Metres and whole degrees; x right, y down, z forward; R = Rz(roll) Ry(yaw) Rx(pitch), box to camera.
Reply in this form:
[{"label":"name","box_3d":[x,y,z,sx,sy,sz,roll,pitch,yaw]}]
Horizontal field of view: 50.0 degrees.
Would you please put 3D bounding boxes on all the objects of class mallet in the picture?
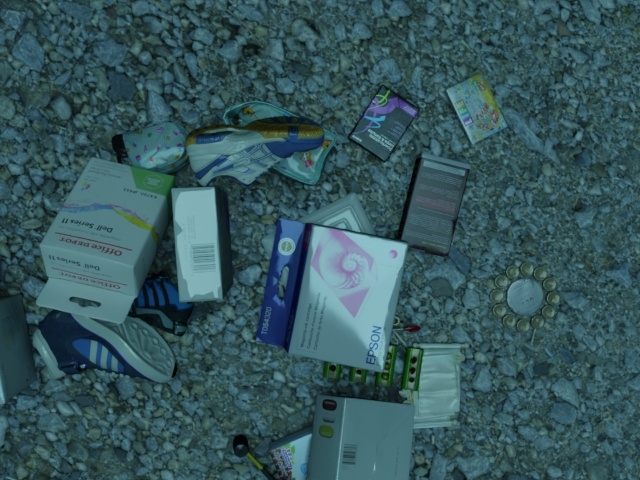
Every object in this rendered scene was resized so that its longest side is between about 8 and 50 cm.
[{"label":"mallet","box_3d":[-0.153,0.572,1.731,0.039,0.062,0.189,-40,94,0]}]

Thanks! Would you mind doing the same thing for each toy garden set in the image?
[{"label":"toy garden set","box_3d":[0.141,0.265,1.735,0.244,0.049,0.203,8,91,1]}]

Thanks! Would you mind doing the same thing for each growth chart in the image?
[{"label":"growth chart","box_3d":[0.288,0.374,1.773,0.172,0.021,0.237,6,92,-3]}]

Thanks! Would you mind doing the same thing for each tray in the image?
[{"label":"tray","box_3d":[0.000,0.000,1.736,0.270,0.030,0.145,-27,95,-2]}]

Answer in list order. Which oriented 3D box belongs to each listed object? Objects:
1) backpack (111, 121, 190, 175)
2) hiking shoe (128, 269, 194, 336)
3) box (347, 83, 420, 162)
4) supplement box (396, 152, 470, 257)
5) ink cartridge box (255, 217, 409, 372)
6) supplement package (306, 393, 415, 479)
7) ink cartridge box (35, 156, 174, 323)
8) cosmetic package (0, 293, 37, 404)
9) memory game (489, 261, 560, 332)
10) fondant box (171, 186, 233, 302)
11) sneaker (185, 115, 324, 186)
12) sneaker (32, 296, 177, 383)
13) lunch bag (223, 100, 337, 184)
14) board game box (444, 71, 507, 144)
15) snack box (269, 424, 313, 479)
[{"label":"backpack","box_3d":[-0.398,-0.212,1.660,0.182,0.115,0.152,-18,91,-5]},{"label":"hiking shoe","box_3d":[-0.424,0.120,1.629,0.304,0.113,0.132,35,75,-47]},{"label":"box","box_3d":[0.159,-0.294,1.735,0.116,0.029,0.162,32,91,-4]},{"label":"supplement box","box_3d":[0.281,-0.089,1.729,0.130,0.073,0.239,14,91,-4]},{"label":"ink cartridge box","box_3d":[0.024,0.131,1.677,0.330,0.071,0.324,10,93,2]},{"label":"supplement package","box_3d":[0.094,0.512,1.647,0.204,0.145,0.261,13,76,-26]},{"label":"ink cartridge box","box_3d":[-0.468,-0.007,1.506,0.207,0.119,0.353,13,49,-1]},{"label":"cosmetic package","box_3d":[-0.778,0.255,1.597,0.138,0.225,0.224,-10,93,-3]},{"label":"memory game","box_3d":[0.529,0.147,1.784,0.186,0.012,0.186,0,92,-3]},{"label":"fondant box","box_3d":[-0.262,0.002,1.568,0.096,0.330,0.238,-4,92,-4]},{"label":"sneaker","box_3d":[-0.135,-0.187,1.479,0.297,0.112,0.131,-5,116,4]},{"label":"sneaker","box_3d":[-0.542,0.282,1.683,0.236,0.130,0.323,-37,116,22]},{"label":"lunch bag","box_3d":[-0.106,-0.232,1.622,0.262,0.223,0.160,22,93,-4]},{"label":"board game box","box_3d":[0.395,-0.335,1.750,0.103,0.026,0.154,-27,94,-2]},{"label":"snack box","box_3d":[-0.014,0.581,1.736,0.175,0.070,0.207,-21,95,-5]}]
